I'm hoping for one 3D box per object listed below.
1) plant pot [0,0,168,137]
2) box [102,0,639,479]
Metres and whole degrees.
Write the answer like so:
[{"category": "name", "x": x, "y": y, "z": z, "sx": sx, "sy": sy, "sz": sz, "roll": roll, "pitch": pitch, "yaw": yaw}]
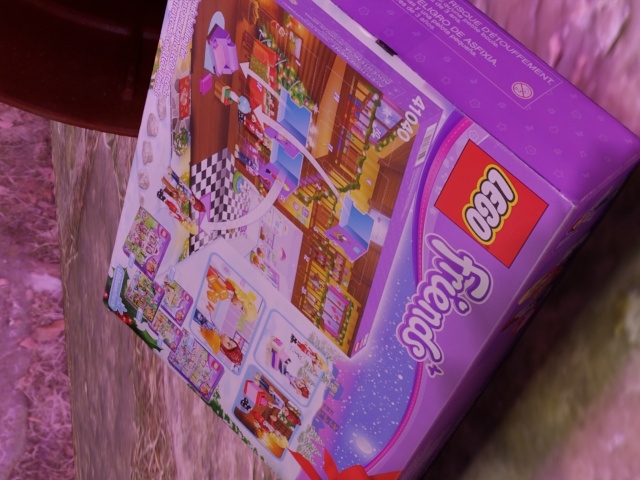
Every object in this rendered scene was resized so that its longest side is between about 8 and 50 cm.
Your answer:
[{"category": "plant pot", "x": -0.082, "y": -0.227, "z": 0.715, "sx": 0.272, "sy": 0.272, "sz": 0.265, "roll": 143, "pitch": 133, "yaw": -67}, {"category": "box", "x": 0.000, "y": 0.000, "z": 0.586, "sx": 0.201, "sy": 0.057, "sz": 0.293, "roll": 43, "pitch": 142, "yaw": 16}]
